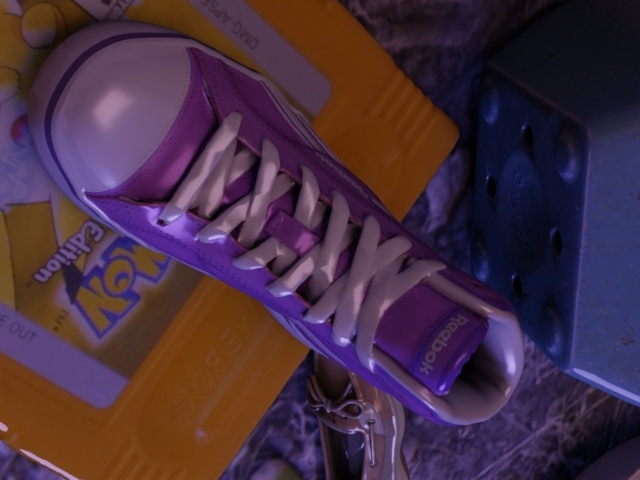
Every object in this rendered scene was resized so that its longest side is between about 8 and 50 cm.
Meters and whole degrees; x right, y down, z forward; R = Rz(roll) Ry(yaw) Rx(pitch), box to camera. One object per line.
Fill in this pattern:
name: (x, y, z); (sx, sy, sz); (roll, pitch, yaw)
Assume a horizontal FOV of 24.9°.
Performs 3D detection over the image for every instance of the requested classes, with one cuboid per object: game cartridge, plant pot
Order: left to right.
game cartridge: (-0.100, -0.032, 0.723); (0.324, 0.053, 0.285); (39, 84, -39)
plant pot: (0.229, -0.027, 0.857); (0.252, 0.248, 0.247); (-7, 113, -15)

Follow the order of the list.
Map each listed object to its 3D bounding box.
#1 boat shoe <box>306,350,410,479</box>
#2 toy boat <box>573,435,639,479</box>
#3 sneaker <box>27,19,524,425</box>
boat shoe: (0.017, 0.117, 0.871); (0.048, 0.056, 0.153); (-32, 132, -28)
toy boat: (0.275, 0.278, 1.068); (0.318, 0.148, 0.267); (18, 97, -40)
sneaker: (0.001, -0.001, 0.682); (0.282, 0.161, 0.102); (34, 88, -41)
